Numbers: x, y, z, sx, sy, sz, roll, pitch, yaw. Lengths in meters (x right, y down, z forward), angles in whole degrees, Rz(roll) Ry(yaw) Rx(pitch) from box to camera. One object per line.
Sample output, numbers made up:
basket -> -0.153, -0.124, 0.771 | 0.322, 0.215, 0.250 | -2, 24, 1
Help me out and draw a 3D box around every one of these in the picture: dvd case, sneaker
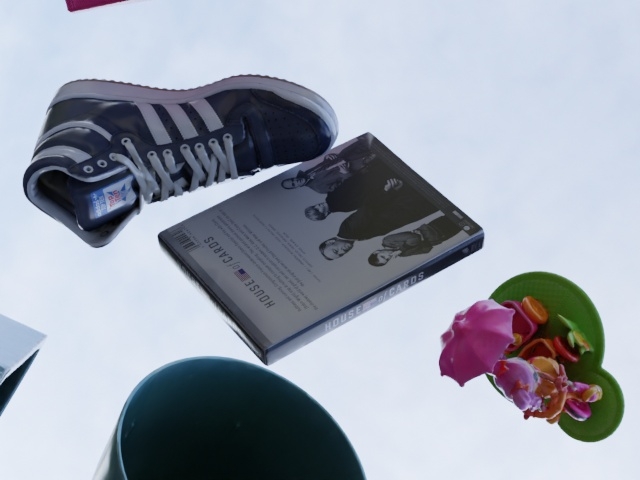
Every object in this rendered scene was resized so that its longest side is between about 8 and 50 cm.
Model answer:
dvd case -> 0.000, 0.000, 1.339 | 0.179, 0.238, 0.029 | 44, -29, 37
sneaker -> -0.131, -0.070, 1.340 | 0.282, 0.099, 0.153 | 2, -139, 14

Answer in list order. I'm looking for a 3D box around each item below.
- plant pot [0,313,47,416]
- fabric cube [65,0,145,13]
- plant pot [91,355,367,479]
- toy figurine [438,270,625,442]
plant pot -> -0.417, 0.136, 1.264 | 0.248, 0.252, 0.247 | -59, -177, 2
fabric cube -> -0.105, -0.376, 1.423 | 0.258, 0.254, 0.259 | -8, -79, 21
plant pot -> -0.127, 0.312, 1.623 | 0.235, 0.293, 0.293 | -55, -135, 39
toy figurine -> 0.172, 0.110, 1.299 | 0.130, 0.159, 0.173 | -45, -112, 25
